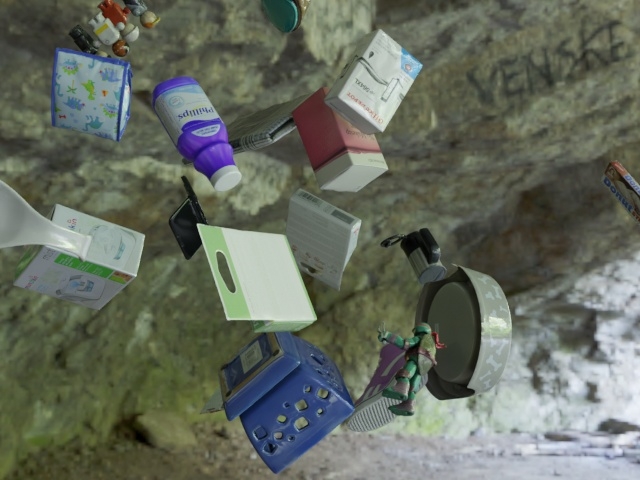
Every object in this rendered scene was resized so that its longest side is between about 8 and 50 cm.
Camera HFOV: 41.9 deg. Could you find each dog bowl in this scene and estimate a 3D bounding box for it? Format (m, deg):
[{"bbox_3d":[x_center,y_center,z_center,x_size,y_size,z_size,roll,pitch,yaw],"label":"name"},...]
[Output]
[{"bbox_3d":[0.357,0.232,2.107,0.102,0.348,0.349,6,-8,-19],"label":"dog bowl"}]

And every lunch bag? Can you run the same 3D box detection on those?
[{"bbox_3d":[-0.403,-0.266,1.478,0.129,0.096,0.151,11,-41,-6],"label":"lunch bag"}]

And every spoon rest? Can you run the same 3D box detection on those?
[{"bbox_3d":[-0.541,-0.030,1.483,0.277,0.137,0.084,19,-10,-20],"label":"spoon rest"}]

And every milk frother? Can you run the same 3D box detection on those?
[{"bbox_3d":[0.253,0.044,2.298,0.143,0.134,0.129,-19,-38,-6],"label":"milk frother"}]

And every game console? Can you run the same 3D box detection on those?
[{"bbox_3d":[-0.262,-0.045,1.629,0.071,0.107,0.122,-25,-42,-9],"label":"game console"}]

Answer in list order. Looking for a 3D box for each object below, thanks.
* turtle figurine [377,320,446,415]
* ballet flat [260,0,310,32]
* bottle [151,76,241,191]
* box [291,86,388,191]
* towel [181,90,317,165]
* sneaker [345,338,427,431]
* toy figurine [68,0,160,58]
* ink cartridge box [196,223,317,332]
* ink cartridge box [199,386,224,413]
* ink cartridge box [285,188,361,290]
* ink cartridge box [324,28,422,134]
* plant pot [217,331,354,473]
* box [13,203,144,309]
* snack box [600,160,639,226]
[{"bbox_3d":[0.195,0.257,1.837,0.118,0.234,0.175,-12,-45,35],"label":"turtle figurine"},{"bbox_3d":[-0.068,-0.547,1.711,0.116,0.124,0.342,36,-6,14],"label":"ballet flat"},{"bbox_3d":[-0.267,-0.233,1.839,0.118,0.282,0.092,-20,-26,-27],"label":"bottle"},{"bbox_3d":[0.048,-0.254,2.126,0.127,0.232,0.149,-34,-22,36],"label":"box"},{"bbox_3d":[-0.176,-0.296,2.267,0.312,0.056,0.324,-12,23,35],"label":"towel"},{"bbox_3d":[0.166,0.371,2.174,0.102,0.161,0.282,31,-63,-29],"label":"sneaker"},{"bbox_3d":[-0.589,-0.606,2.405,0.210,0.213,0.148,-5,-48,49],"label":"toy figurine"},{"bbox_3d":[-0.116,0.066,1.383,0.056,0.171,0.235,-32,-21,30],"label":"ink cartridge box"},{"bbox_3d":[-0.242,0.395,2.040,0.063,0.029,0.115,-17,18,27],"label":"ink cartridge box"},{"bbox_3d":[0.000,0.000,1.662,0.145,0.045,0.179,28,-40,18],"label":"ink cartridge box"},{"bbox_3d":[0.127,-0.376,2.004,0.148,0.203,0.086,35,-12,-22],"label":"ink cartridge box"},{"bbox_3d":[-0.093,0.332,1.873,0.236,0.212,0.236,-41,22,4],"label":"plant pot"},{"bbox_3d":[-0.597,0.045,2.059,0.231,0.126,0.262,21,-34,-28],"label":"box"},{"bbox_3d":[0.673,-0.089,1.797,0.022,0.178,0.064,-19,-34,-17],"label":"snack box"}]
